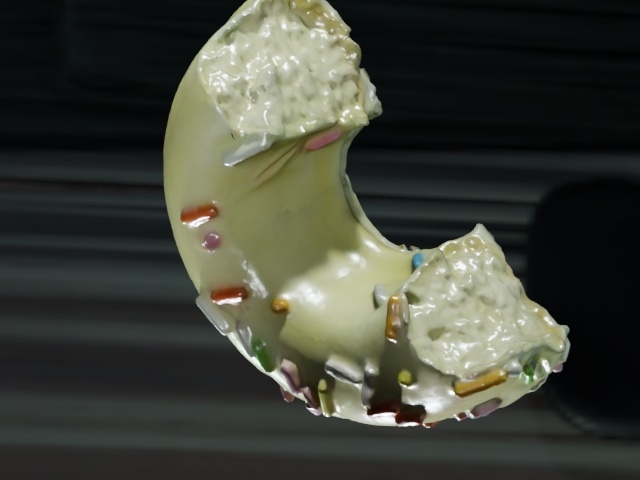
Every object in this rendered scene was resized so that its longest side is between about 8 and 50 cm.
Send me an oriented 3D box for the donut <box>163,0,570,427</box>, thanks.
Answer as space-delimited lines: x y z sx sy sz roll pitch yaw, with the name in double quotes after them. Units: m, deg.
0.000 0.004 0.630 0.166 0.065 0.108 52 135 7 "donut"
